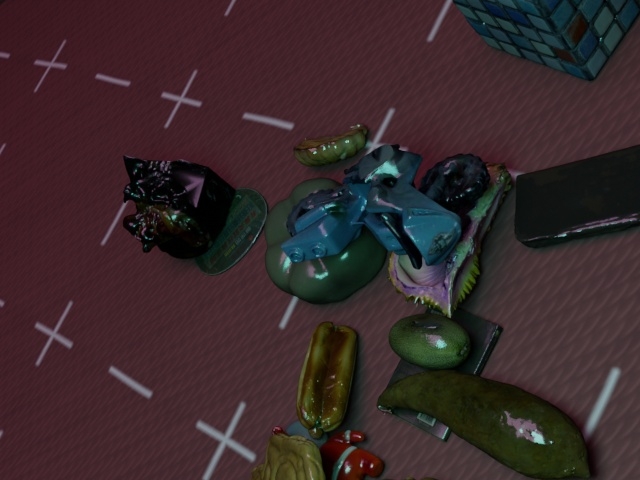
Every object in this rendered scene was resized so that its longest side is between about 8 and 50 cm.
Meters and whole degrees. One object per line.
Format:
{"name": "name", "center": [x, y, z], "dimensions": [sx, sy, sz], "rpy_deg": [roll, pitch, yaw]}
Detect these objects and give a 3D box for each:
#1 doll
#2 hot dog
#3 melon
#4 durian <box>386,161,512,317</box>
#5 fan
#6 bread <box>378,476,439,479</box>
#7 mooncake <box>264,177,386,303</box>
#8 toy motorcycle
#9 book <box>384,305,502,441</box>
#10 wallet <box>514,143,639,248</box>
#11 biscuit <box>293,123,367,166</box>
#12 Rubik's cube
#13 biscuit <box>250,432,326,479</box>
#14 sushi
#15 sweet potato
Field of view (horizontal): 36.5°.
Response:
{"name": "doll", "center": [0.002, 0.401, 1.804], "dimensions": [0.245, 0.076, 0.142], "rpy_deg": [18, 76, 39]}
{"name": "hot dog", "center": [0.011, 0.261, 1.844], "dimensions": [0.100, 0.068, 0.249], "rpy_deg": [12, 47, 3]}
{"name": "melon", "center": [0.192, 0.178, 1.727], "dimensions": [0.162, 0.099, 0.099], "rpy_deg": [8, 71, 42]}
{"name": "durian", "center": [0.245, 0.000, 1.819], "dimensions": [0.191, 0.112, 0.341], "rpy_deg": [-1, 57, 48]}
{"name": "fan", "center": [-0.246, -0.027, 2.284], "dimensions": [0.294, 0.012, 0.223], "rpy_deg": [11, 75, 42]}
{"name": "bread", "center": [0.106, 0.486, 1.625], "dimensions": [0.260, 0.147, 0.160], "rpy_deg": [-18, 53, 30]}
{"name": "mooncake", "center": [0.000, 0.000, 1.991], "dimensions": [0.275, 0.135, 0.275], "rpy_deg": [-15, 61, 30]}
{"name": "toy motorcycle", "center": [0.105, -0.040, 1.756], "dimensions": [0.416, 0.172, 0.232], "rpy_deg": [-11, 42, 28]}
{"name": "book", "center": [0.215, 0.231, 1.763], "dimensions": [0.160, 0.024, 0.228], "rpy_deg": [22, 81, 42]}
{"name": "wallet", "center": [0.491, -0.082, 1.709], "dimensions": [0.309, 0.042, 0.165], "rpy_deg": [-14, 56, 31]}
{"name": "biscuit", "center": [0.014, -0.199, 2.133], "dimensions": [0.183, 0.061, 0.118], "rpy_deg": [-7, 20, 36]}
{"name": "Rubik's cube", "center": [0.431, -0.521, 1.831], "dimensions": [0.293, 0.292, 0.287], "rpy_deg": [33, 89, 46]}
{"name": "biscuit", "center": [-0.056, 0.477, 1.715], "dimensions": [0.376, 0.051, 0.269], "rpy_deg": [-172, 87, -66]}
{"name": "sushi", "center": [-0.339, -0.062, 2.251], "dimensions": [0.227, 0.215, 0.212], "rpy_deg": [10, 78, 21]}
{"name": "sweet potato", "center": [0.264, 0.291, 1.620], "dimensions": [0.422, 0.130, 0.130], "rpy_deg": [15, 76, 41]}
